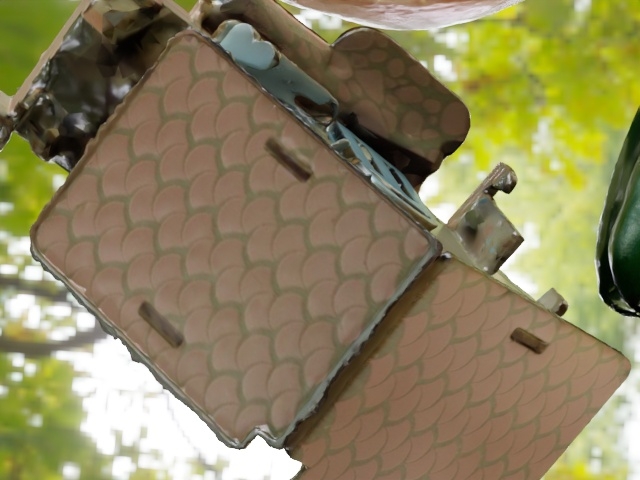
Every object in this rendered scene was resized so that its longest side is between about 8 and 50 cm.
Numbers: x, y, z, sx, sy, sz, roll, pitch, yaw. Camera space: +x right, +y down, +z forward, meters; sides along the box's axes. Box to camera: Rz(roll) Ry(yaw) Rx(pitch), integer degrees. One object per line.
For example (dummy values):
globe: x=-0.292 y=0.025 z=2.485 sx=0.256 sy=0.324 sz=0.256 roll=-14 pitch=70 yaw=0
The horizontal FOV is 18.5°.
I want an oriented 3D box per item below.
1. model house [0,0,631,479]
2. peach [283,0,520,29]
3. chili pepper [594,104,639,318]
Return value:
model house: x=0.000 y=0.000 z=0.929 sx=0.326 sy=0.169 sz=0.244 roll=39 pitch=-168 yaw=-14
peach: x=0.028 y=-0.323 z=1.290 sx=0.388 sy=0.388 sz=0.388 roll=-7 pitch=-82 yaw=-61
chili pepper: x=0.220 y=0.010 z=0.970 sx=0.165 sy=0.174 sz=0.261 roll=17 pitch=-98 yaw=-21
